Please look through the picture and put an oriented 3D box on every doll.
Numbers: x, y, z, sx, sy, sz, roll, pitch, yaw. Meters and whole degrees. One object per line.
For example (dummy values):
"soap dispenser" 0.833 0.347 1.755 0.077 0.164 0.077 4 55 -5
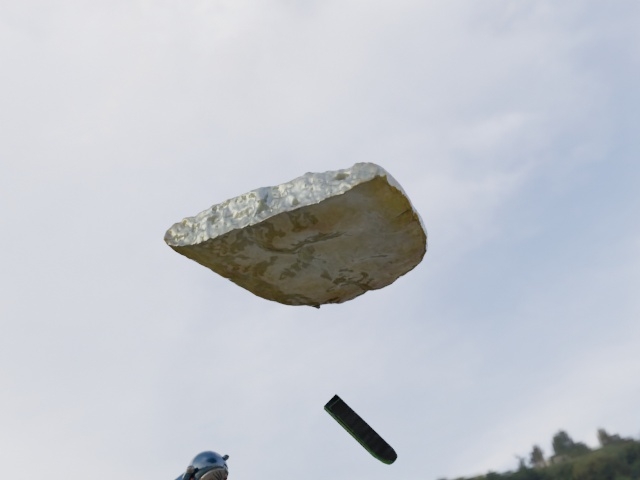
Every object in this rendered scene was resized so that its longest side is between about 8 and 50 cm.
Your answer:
"doll" -0.254 0.497 1.823 0.152 0.085 0.114 -34 -35 -14

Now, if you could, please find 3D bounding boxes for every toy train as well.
"toy train" 0.096 0.455 2.065 0.044 0.209 0.042 -42 -16 -19

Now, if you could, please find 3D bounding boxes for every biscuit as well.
"biscuit" 0.000 -0.001 1.696 0.429 0.104 0.446 -24 -34 23
